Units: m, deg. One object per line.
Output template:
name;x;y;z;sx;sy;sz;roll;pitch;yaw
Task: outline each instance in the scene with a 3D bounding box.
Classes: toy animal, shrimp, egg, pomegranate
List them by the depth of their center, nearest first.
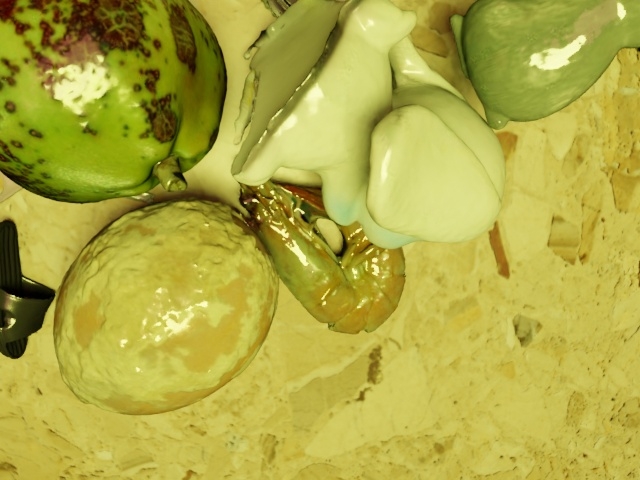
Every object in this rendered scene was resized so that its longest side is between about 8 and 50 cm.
toy animal;0.236;-0.181;0.395;0.237;0.108;0.138;-8;89;32
pomegranate;-0.191;-0.170;0.414;0.204;0.222;0.276;-4;88;10
toy animal;0.059;-0.114;0.469;0.174;0.249;0.289;-31;151;34
egg;-0.154;0.069;0.487;0.245;0.203;0.203;-43;107;11
shrimp;0.000;0.000;0.562;0.267;0.061;0.145;43;87;-13

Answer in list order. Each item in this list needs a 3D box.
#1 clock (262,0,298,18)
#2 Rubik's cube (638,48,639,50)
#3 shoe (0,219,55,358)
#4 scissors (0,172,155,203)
clock;-0.023;-0.263;0.509;0.083;0.010;0.074;40;97;-16
Rubik's cube;0.432;-0.302;0.440;0.246;0.250;0.248;34;101;-15
shoe;-0.326;0.056;0.532;0.053;0.062;0.159;-2;102;-10
scissors;-0.289;-0.071;0.521;0.212;0.021;0.110;15;105;-11
